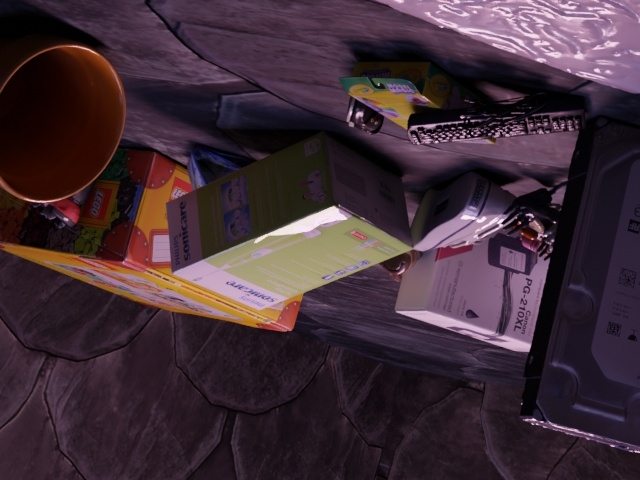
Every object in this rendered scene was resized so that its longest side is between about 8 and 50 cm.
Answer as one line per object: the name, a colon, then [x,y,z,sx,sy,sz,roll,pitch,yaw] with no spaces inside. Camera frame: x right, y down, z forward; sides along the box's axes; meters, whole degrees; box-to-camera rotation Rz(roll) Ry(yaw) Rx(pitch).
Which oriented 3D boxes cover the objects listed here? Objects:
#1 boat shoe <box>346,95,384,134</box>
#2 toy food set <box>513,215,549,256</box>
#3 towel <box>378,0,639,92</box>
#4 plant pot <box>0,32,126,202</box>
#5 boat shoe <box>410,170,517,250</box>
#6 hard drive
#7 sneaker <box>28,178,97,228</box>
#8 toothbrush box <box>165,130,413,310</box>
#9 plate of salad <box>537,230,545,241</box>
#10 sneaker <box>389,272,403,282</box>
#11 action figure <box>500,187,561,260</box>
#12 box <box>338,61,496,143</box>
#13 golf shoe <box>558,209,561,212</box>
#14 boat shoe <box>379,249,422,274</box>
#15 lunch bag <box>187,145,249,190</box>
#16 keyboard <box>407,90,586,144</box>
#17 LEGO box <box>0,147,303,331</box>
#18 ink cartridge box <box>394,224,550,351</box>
boat shoe: [0.053,-0.153,1.609,0.042,0.048,0.133,16,177,7]
toy food set: [0.305,-0.009,2.011,0.122,0.019,0.078,44,165,-21]
towel: [0.204,-0.206,1.091,0.332,0.053,0.317,18,169,-21]
plant pot: [-0.383,-0.173,1.749,0.188,0.205,0.205,26,180,39]
boat shoe: [0.201,-0.032,1.960,0.088,0.096,0.267,21,161,-11]
hard drive: [0.362,0.059,1.505,0.237,0.338,0.064,17,170,-9]
sneaker: [-0.476,-0.145,2.267,0.276,0.135,0.097,37,172,10]
toothbrush box: [-0.044,-0.021,1.967,0.283,0.122,0.206,-24,150,28]
plate of salad: [0.411,0.019,2.052,0.200,0.048,0.200,24,173,3]
sneaker: [0.154,0.058,2.579,0.071,0.066,0.188,13,169,14]
action figure: [0.354,-0.004,1.727,0.164,0.141,0.276,43,162,-22]
box: [0.110,-0.155,1.533,0.105,0.043,0.179,7,170,39]
golf shoe: [0.395,0.006,1.880,0.077,0.093,0.198,21,166,-30]
boat shoe: [0.076,-0.028,2.101,0.190,0.072,0.068,47,133,11]
lunch bag: [-0.149,-0.080,2.175,0.151,0.096,0.129,45,167,-2]
keyboard: [0.186,-0.118,1.482,0.192,0.038,0.100,-6,159,12]
LEGO box: [-0.307,-0.006,2.511,0.373,0.193,0.500,8,168,34]
ink cartridge box: [0.254,0.061,2.147,0.237,0.172,0.100,19,169,-26]
